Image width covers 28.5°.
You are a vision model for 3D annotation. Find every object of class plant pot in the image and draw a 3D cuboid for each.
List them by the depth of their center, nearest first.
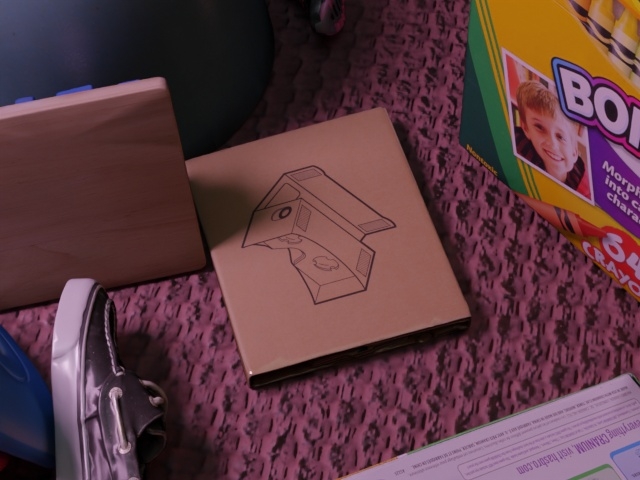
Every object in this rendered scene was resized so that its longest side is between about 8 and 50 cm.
[{"bbox_3d":[-0.189,-0.220,0.961,0.293,0.235,0.293,-2,55,2],"label":"plant pot"}]

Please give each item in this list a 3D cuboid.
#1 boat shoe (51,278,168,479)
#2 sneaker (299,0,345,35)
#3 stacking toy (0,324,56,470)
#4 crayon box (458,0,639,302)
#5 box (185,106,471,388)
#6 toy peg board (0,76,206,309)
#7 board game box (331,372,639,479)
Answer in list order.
[{"bbox_3d":[-0.133,0.125,0.821,0.070,0.078,0.219,-7,63,0],"label":"boat shoe"},{"bbox_3d":[-0.009,-0.214,1.064,0.057,0.047,0.119,-6,48,8],"label":"sneaker"},{"bbox_3d":[-0.329,0.151,0.787,0.302,0.166,0.175,-40,71,-5],"label":"stacking toy"},{"bbox_3d":[0.246,-0.077,0.785,0.106,0.313,0.363,-35,60,-19],"label":"crayon box"},{"bbox_3d":[0.000,0.000,0.926,0.164,0.021,0.201,-15,57,-6],"label":"box"},{"bbox_3d":[-0.177,-0.048,0.897,0.161,0.160,0.079,-12,40,-4],"label":"toy peg board"},{"bbox_3d":[0.163,0.239,0.680,0.242,0.064,0.316,-14,53,-29],"label":"board game box"}]
